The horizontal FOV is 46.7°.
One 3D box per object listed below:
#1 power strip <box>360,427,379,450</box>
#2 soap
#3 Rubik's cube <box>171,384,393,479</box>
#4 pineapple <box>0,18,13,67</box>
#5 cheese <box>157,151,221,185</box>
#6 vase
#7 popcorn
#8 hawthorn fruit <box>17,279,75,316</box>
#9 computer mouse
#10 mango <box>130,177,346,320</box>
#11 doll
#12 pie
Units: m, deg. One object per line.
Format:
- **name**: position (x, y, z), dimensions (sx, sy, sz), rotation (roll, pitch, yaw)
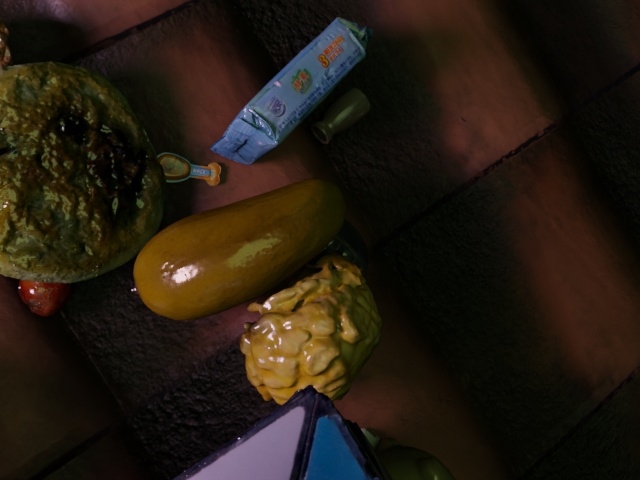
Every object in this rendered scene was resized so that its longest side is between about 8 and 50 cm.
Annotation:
- **power strip**: position (0.060, 0.350, 1.211), dimensions (0.040, 0.016, 0.090), rotation (46, 69, -15)
- **soap**: position (-0.039, -0.234, 1.167), dimensions (0.077, 0.156, 0.293), rotation (45, 71, -10)
- **Rubik's cube**: position (-0.029, 0.392, 0.925), dimensions (0.307, 0.305, 0.310), rotation (-34, 66, -1)
- **pineapple**: position (-0.539, -0.249, 0.987), dimensions (0.237, 0.111, 0.119), rotation (-13, 114, -22)
- **cheese**: position (-0.210, -0.110, 1.156), dimensions (0.111, 0.017, 0.047), rotation (7, 84, -22)
- **vase**: position (0.033, -0.208, 1.249), dimensions (0.101, 0.053, 0.053), rotation (-43, 100, -16)
- **popcorn**: position (-0.015, 0.140, 1.098), dimensions (0.190, 0.250, 0.250), rotation (34, 70, 12)
- **hawthorn fruit**: position (-0.381, 0.067, 1.037), dimensions (0.077, 0.077, 0.077), rotation (3, 83, -22)
- **computer mouse**: position (0.000, 0.000, 1.205), dimensions (0.192, 0.062, 0.105), rotation (34, 71, -14)
- **mango**: position (-0.111, 0.009, 1.067), dimensions (0.332, 0.195, 0.142), rotation (-25, 109, -3)
- **doll**: position (0.132, 0.447, 1.141), dimensions (0.162, 0.177, 0.260), rotation (4, 89, -22)
- **pie**: position (-0.347, -0.092, 1.025), dimensions (0.323, 0.071, 0.323), rotation (8, 76, -37)
